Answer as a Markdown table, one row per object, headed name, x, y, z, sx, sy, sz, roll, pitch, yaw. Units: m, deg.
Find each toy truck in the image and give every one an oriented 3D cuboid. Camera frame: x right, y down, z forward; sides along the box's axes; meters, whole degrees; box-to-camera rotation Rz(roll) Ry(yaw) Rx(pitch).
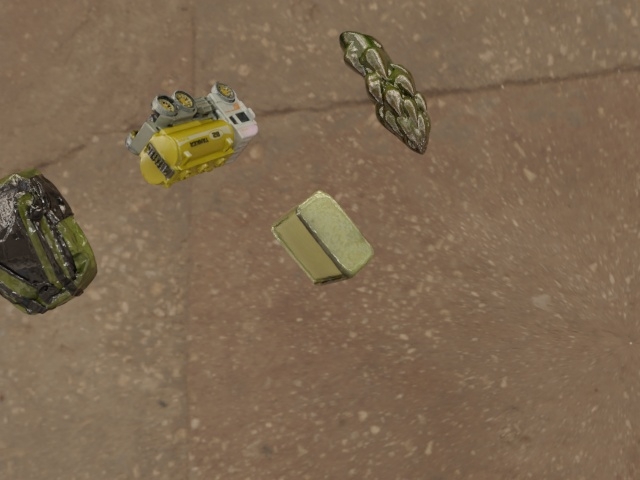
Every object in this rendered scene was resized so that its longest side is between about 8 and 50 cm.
| name | x | y | z | sx | sy | sz | roll | pitch | yaw |
| --- | --- | --- | --- | --- | --- | --- | --- | --- | --- |
| toy truck | -0.186 | -0.151 | 1.209 | 0.114 | 0.227 | 0.098 | 49 | 123 | 6 |

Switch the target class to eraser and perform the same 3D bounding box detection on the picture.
| name | x | y | z | sx | sy | sz | roll | pitch | yaw |
| --- | --- | --- | --- | --- | --- | --- | --- | --- | --- |
| eraser | 0.000 | 0.000 | 1.125 | 0.058 | 0.172 | 0.117 | -39 | 94 | -16 |

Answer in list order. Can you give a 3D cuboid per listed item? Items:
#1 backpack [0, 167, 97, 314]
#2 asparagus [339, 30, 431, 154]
| name | x | y | z | sx | sy | sz | roll | pitch | yaw |
| --- | --- | --- | --- | --- | --- | --- | --- | --- | --- |
| backpack | -0.530 | 0.011 | 1.488 | 0.207 | 0.140 | 0.253 | -34 | 98 | 11 |
| asparagus | 0.100 | -0.220 | 1.182 | 0.080 | 0.080 | 0.287 | -33 | 47 | 14 |
